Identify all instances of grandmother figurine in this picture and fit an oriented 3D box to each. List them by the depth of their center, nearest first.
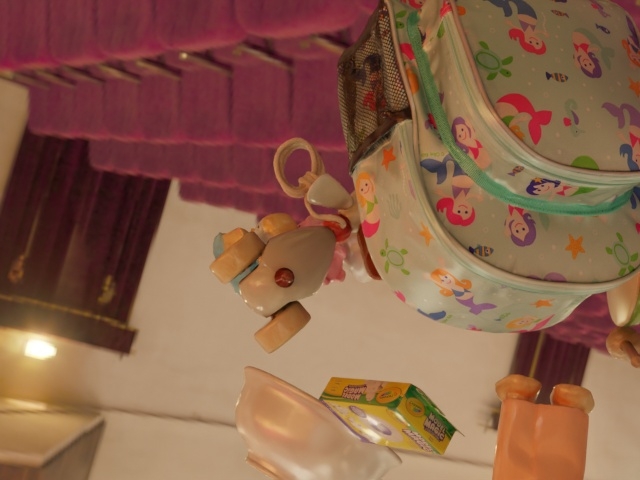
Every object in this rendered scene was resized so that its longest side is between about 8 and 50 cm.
[{"bbox_3d":[0.244,0.333,1.074,0.208,0.342,0.104,5,152,24],"label":"grandmother figurine"}]

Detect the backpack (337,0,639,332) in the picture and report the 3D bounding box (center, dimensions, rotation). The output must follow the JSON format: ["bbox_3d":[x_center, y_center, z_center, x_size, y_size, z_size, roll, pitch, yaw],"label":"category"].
[{"bbox_3d":[0.139,-0.065,0.704,0.225,0.253,0.191,6,157,-24],"label":"backpack"}]

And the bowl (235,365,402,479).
[{"bbox_3d":[-0.028,0.335,1.513,0.298,0.134,0.298,30,166,8],"label":"bowl"}]

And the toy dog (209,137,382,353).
[{"bbox_3d":[0.000,0.000,1.323,0.220,0.333,0.161,35,156,-13],"label":"toy dog"}]

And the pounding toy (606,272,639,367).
[{"bbox_3d":[0.492,0.065,1.370,0.110,0.237,0.183,4,179,3],"label":"pounding toy"}]

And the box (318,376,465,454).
[{"bbox_3d":[0.092,0.225,1.208,0.179,0.043,0.105,-8,131,50],"label":"box"}]

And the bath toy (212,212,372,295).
[{"bbox_3d":[-0.027,0.019,1.761,0.348,0.151,0.129,-5,-166,-42],"label":"bath toy"}]
